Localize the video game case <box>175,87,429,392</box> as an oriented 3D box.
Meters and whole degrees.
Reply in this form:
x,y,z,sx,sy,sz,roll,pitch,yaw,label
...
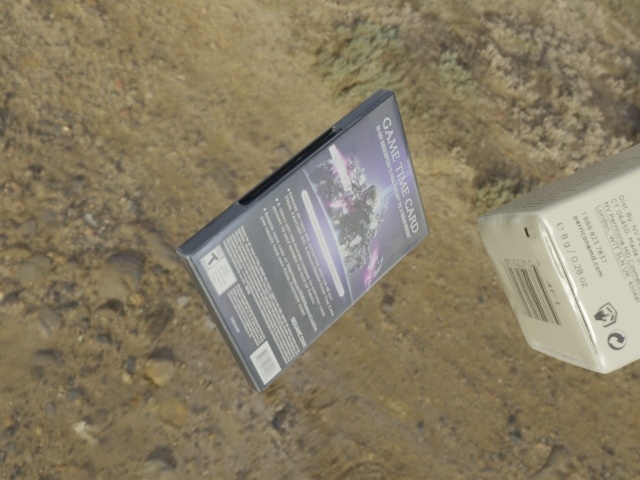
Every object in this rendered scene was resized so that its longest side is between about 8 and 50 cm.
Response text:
x,y,z,sx,sy,sz,roll,pitch,yaw,label
0.000,0.000,0.767,0.274,0.196,0.026,-42,43,-24,video game case

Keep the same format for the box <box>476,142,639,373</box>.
x,y,z,sx,sy,sz,roll,pitch,yaw,label
0.241,-0.028,0.436,0.275,0.113,0.094,-23,92,-4,box
